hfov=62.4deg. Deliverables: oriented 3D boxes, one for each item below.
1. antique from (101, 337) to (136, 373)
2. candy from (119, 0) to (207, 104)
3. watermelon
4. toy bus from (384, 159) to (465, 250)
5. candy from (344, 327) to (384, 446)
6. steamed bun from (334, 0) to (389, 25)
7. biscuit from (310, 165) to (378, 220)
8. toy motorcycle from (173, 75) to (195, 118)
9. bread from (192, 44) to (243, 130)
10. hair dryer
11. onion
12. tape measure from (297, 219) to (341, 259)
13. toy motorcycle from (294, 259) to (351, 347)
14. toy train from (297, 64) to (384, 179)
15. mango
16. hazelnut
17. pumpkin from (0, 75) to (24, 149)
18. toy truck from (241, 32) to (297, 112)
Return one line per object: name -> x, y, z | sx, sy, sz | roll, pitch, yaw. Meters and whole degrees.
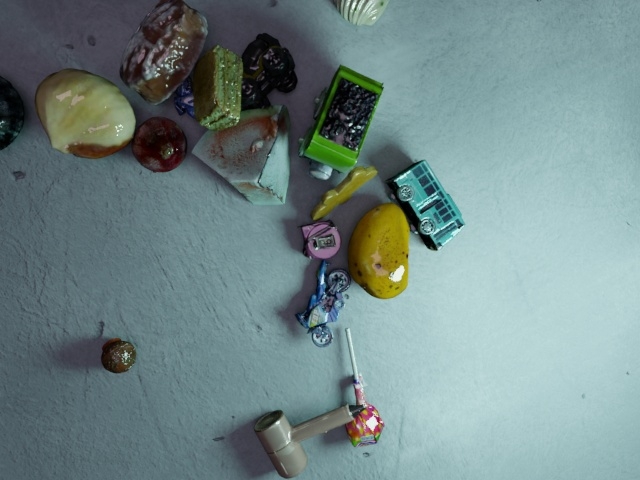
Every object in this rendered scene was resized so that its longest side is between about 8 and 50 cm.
antique -> -0.592, 0.342, 1.555 | 0.104, 0.104, 0.104 | -1, 95, -6
candy -> -0.431, -0.520, 1.437 | 0.214, 0.157, 0.290 | 29, 90, 37
watermelon -> -0.212, -0.233, 1.474 | 0.289, 0.214, 0.320 | 9, 122, -13
toy bus -> 0.319, -0.106, 1.597 | 0.147, 0.128, 0.256 | -34, 96, -4
candy -> 0.114, 0.453, 1.641 | 0.124, 0.124, 0.366 | -11, 89, -5
steamed bun -> 0.123, -0.723, 1.532 | 0.182, 0.106, 0.183 | -1, 94, -8
biscuit -> 0.057, -0.141, 1.555 | 0.240, 0.158, 0.035 | -40, 74, 23
toy motorcycle -> -0.348, -0.391, 1.531 | 0.205, 0.076, 0.114 | 31, 100, -10
bread -> -0.277, -0.402, 1.416 | 0.102, 0.138, 0.196 | 8, 78, -36
hair dryer -> -0.012, 0.580, 1.600 | 0.344, 0.107, 0.189 | -25, 98, 12
onion -> -0.443, -0.262, 1.469 | 0.159, 0.195, 0.160 | -7, 109, -22
tape measure -> 0.000, 0.000, 1.598 | 0.125, 0.074, 0.118 | -15, 97, -2
toy motorcycle -> 0.004, 0.191, 1.611 | 0.135, 0.092, 0.255 | 18, 84, 2
toy train -> 0.052, -0.329, 1.477 | 0.173, 0.249, 0.307 | 22, 78, -8
mango -> 0.177, 0.028, 1.582 | 0.190, 0.160, 0.291 | 6, 90, 2
hazelnut -> -0.635, -0.330, 1.406 | 0.261, 0.261, 0.241 | 38, 67, -8
pumpkin -> -0.930, -0.350, 1.425 | 0.233, 0.163, 0.233 | -3, 106, -9
toy truck -> -0.182, -0.473, 1.513 | 0.165, 0.147, 0.224 | 43, 91, 15
